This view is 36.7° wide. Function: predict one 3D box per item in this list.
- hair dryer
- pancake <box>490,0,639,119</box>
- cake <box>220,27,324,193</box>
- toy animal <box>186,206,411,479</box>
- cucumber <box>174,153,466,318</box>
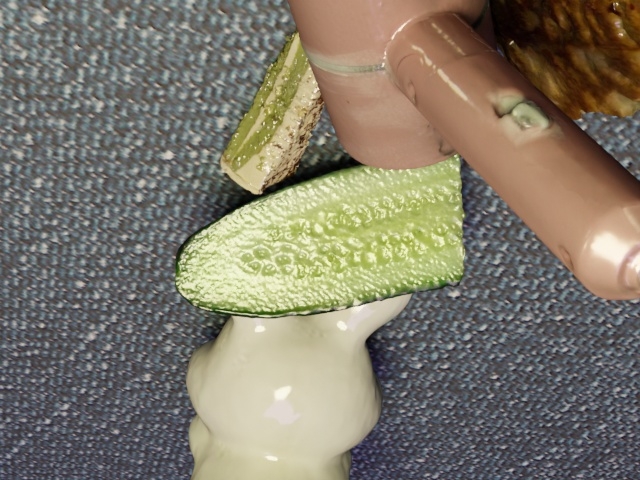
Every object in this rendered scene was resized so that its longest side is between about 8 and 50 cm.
[{"bbox_3d":[0.084,-0.099,0.533,0.125,0.352,0.210,-28,133,-6],"label":"hair dryer"},{"bbox_3d":[0.157,-0.175,0.597,0.212,0.056,0.257,55,159,-10],"label":"pancake"},{"bbox_3d":[-0.024,-0.103,0.754,0.051,0.055,0.140,42,121,15],"label":"cake"},{"bbox_3d":[-0.032,0.160,0.890,0.196,0.241,0.367,9,93,-7],"label":"toy animal"},{"bbox_3d":[0.000,0.000,0.795,0.244,0.063,0.115,-11,93,-3],"label":"cucumber"}]
